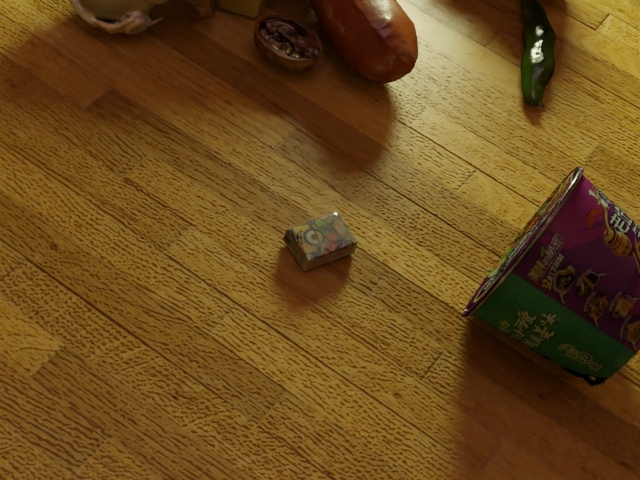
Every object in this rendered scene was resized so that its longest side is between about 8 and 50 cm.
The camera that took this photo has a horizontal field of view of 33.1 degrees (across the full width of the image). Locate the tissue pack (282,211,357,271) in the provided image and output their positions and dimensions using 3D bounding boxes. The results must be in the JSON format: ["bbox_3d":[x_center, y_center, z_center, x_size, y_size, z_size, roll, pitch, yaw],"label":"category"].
[{"bbox_3d":[0.000,0.000,1.474,0.083,0.035,0.063,-21,60,-25],"label":"tissue pack"}]

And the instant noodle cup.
[{"bbox_3d":[0.332,0.057,1.387,0.190,0.251,0.251,37,54,4],"label":"instant noodle cup"}]

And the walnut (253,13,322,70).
[{"bbox_3d":[-0.054,-0.302,1.684,0.121,0.052,0.091,39,54,15],"label":"walnut"}]

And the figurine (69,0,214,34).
[{"bbox_3d":[-0.282,-0.399,1.665,0.237,0.141,0.162,-7,79,-6],"label":"figurine"}]

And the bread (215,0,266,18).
[{"bbox_3d":[-0.114,-0.423,1.746,0.084,0.080,0.109,21,53,0],"label":"bread"}]

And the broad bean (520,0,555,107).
[{"bbox_3d":[0.364,-0.331,1.805,0.060,0.043,0.297,1,50,7],"label":"broad bean"}]

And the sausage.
[{"bbox_3d":[0.062,-0.353,1.700,0.133,0.133,0.258,-16,60,-23],"label":"sausage"}]
